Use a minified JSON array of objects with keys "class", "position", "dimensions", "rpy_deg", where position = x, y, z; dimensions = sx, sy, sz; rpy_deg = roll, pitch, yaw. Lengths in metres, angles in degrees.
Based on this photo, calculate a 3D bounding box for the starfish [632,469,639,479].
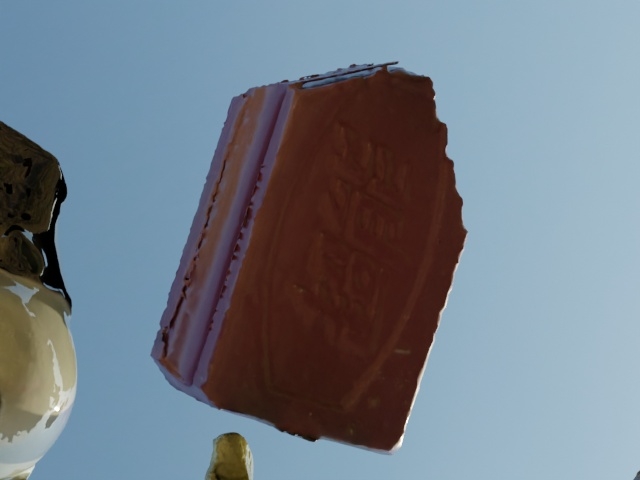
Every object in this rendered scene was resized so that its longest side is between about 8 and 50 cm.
[{"class":"starfish","position":[0.245,0.213,1.067],"dimensions":[0.074,0.146,0.190],"rpy_deg":[30,-75,-7]}]

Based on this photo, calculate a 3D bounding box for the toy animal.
[{"class":"toy animal","position":[-0.203,0.041,0.837],"dimensions":[0.138,0.166,0.179],"rpy_deg":[-6,-119,3]}]

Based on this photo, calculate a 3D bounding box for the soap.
[{"class":"soap","position":[0.000,0.000,1.007],"dimensions":[0.162,0.099,0.250],"rpy_deg":[17,-92,-25]}]

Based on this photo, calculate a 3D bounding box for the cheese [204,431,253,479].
[{"class":"cheese","position":[-0.055,0.150,0.917],"dimensions":[0.030,0.044,0.083],"rpy_deg":[3,-141,-1]}]
